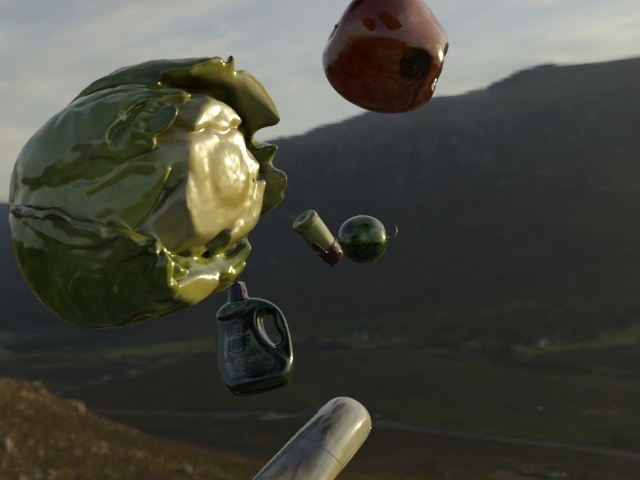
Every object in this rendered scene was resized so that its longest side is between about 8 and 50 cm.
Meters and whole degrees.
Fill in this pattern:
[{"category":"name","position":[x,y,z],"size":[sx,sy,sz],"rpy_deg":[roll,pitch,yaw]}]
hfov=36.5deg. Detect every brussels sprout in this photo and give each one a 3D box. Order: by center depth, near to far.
[{"category":"brussels sprout","position":[-0.279,-0.071,1.432],"size":[0.361,0.342,0.425],"rpy_deg":[0,32,30]}]

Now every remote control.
[{"category":"remote control","position":[-0.001,0.252,1.181],"size":[0.073,0.044,0.229],"rpy_deg":[35,32,13]}]

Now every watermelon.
[{"category":"watermelon","position":[0.088,0.000,1.906],"size":[0.109,0.108,0.109],"rpy_deg":[-4,2,0]}]

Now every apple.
[{"category":"apple","position":[0.121,-0.335,1.707],"size":[0.230,0.229,0.230],"rpy_deg":[-4,2,0]}]

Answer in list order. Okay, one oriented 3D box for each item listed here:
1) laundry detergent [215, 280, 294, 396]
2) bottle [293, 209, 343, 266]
[{"category":"laundry detergent","position":[-0.127,0.172,1.812],"size":[0.144,0.221,0.078],"rpy_deg":[-15,-27,10]},{"category":"bottle","position":[-0.001,0.001,1.608],"size":[0.047,0.101,0.063],"rpy_deg":[-20,28,39]}]
